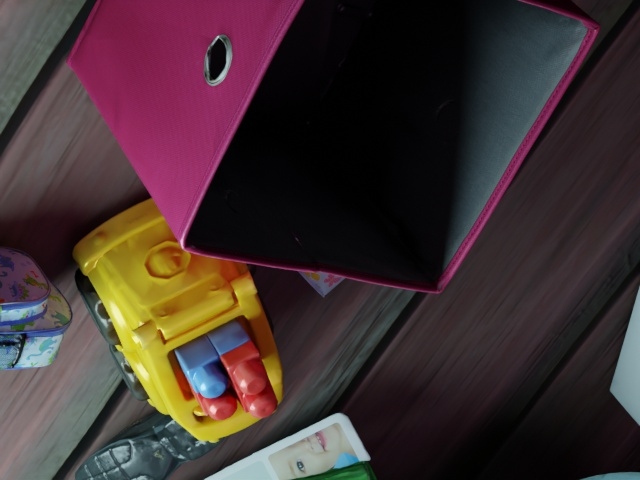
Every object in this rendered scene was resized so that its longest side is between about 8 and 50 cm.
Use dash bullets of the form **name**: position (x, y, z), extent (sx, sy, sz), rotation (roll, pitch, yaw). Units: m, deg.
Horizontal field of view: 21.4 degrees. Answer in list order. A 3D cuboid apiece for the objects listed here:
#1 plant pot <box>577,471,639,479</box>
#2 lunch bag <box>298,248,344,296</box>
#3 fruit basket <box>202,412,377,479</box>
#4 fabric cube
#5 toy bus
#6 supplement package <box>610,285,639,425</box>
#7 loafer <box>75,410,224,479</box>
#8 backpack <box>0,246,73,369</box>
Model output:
- **plant pot**: position (0.338, 0.472, 1.835), extent (0.341, 0.341, 0.334), rotation (-27, 150, -9)
- **lunch bag**: position (0.000, 0.000, 1.561), extent (0.071, 0.053, 0.083), rotation (-39, 127, 1)
- **fruit basket**: position (-0.060, 0.387, 1.705), extent (0.353, 0.165, 0.327), rotation (-27, 101, -5)
- **fabric cube**: position (-0.001, -0.148, 1.292), extent (0.259, 0.258, 0.254), rotation (10, 120, -37)
- **toy bus**: position (-0.096, 0.096, 1.470), extent (0.149, 0.211, 0.220), rotation (-28, 137, -11)
- **supplement package**: position (0.448, 0.113, 1.815), extent (0.145, 0.204, 0.261), rotation (-11, 130, -25)
- **loafer**: position (-0.157, 0.195, 1.622), extent (0.170, 0.061, 0.062), rotation (-26, 107, 16)
- **backpack**: position (-0.266, 0.058, 1.410), extent (0.114, 0.105, 0.084), rotation (2, 125, -39)
